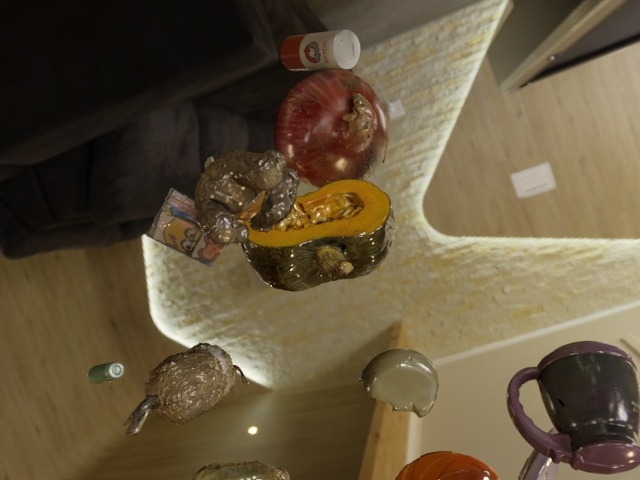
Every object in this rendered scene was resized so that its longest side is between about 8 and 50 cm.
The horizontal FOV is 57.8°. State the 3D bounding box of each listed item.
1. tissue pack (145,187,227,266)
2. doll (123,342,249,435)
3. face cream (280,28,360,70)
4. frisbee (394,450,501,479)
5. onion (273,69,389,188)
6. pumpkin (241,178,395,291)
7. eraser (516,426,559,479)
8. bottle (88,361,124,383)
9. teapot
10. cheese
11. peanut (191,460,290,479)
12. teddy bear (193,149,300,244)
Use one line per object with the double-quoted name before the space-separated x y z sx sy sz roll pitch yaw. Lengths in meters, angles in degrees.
"tissue pack" -0.266 -0.023 1.198 0.115 0.155 0.065 -45 -158 43
"doll" -0.215 0.227 0.911 0.115 0.105 0.221 0 -176 31
"face cream" -0.005 -0.496 1.524 0.096 0.095 0.214 -22 -155 -38
"frisbee" 0.198 0.419 0.883 0.192 0.192 0.035 -18 180 15
"onion" 0.039 -0.306 1.629 0.354 0.353 0.353 -19 -177 1
"pumpkin" 0.000 0.000 1.178 0.317 0.221 0.139 -10 140 -12
"eraser" 0.577 0.600 1.533 0.059 0.243 0.204 24 -170 40
"bottle" -0.344 0.212 0.933 0.030 0.030 0.083 -23 -179 -45
"teapot" 0.311 0.197 0.684 0.146 0.148 0.116 -83 -163 -44
"cheese" 0.206 0.371 1.540 0.203 0.175 0.091 12 -174 -7
"peanut" -0.141 0.451 1.061 0.194 0.083 0.093 12 -149 -26
"teddy bear" -0.115 -0.078 0.974 0.190 0.140 0.177 18 110 -54
